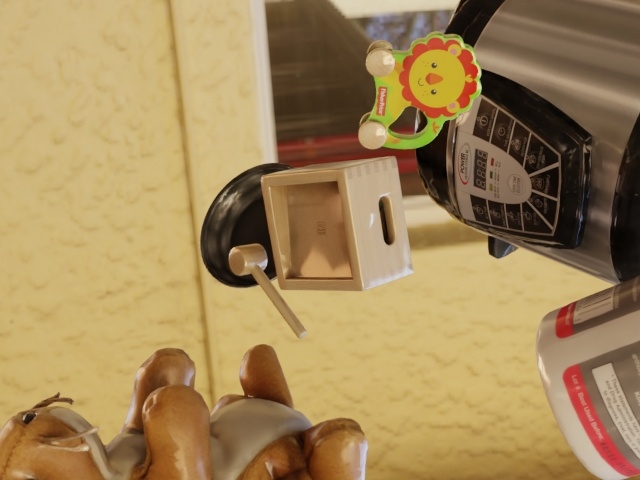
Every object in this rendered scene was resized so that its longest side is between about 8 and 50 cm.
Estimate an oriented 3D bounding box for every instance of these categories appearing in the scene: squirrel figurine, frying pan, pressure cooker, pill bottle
[{"bbox_3d":[-0.184,0.322,1.192,0.370,0.397,0.281,-5,-157,-24],"label":"squirrel figurine"},{"bbox_3d":[-0.029,-0.029,1.553,0.326,0.053,0.197,-10,-119,27],"label":"frying pan"},{"bbox_3d":[0.326,-0.151,1.438,0.420,0.375,0.370,25,-98,37],"label":"pressure cooker"},{"bbox_3d":[0.375,0.093,1.006,0.319,0.176,0.176,-26,-166,28],"label":"pill bottle"}]

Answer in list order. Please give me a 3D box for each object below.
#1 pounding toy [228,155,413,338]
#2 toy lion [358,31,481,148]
[{"bbox_3d":[-0.003,0.009,1.203,0.206,0.181,0.094,-2,-169,46],"label":"pounding toy"},{"bbox_3d":[0.083,-0.123,0.907,0.096,0.100,0.034,7,-156,2],"label":"toy lion"}]
